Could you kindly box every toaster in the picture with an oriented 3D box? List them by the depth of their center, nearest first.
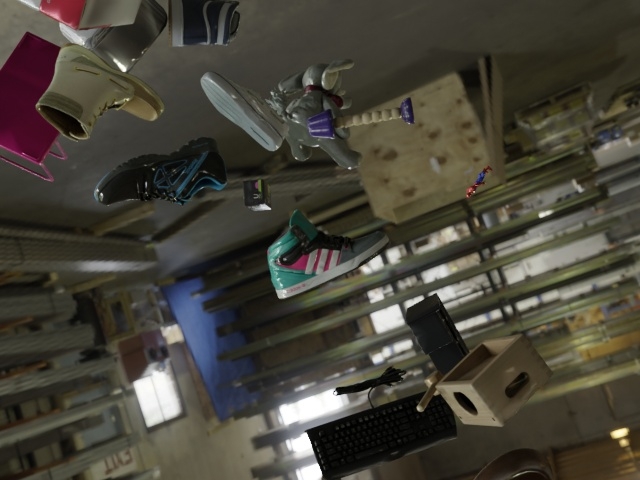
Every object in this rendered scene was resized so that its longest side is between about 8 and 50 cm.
[{"bbox_3d":[-0.416,-0.451,1.433,0.227,0.129,0.146,-49,162,2],"label":"toaster"}]

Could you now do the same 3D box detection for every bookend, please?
[{"bbox_3d":[0.236,0.195,1.385,0.072,0.156,0.157,-29,178,9],"label":"bookend"}]

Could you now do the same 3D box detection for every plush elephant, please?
[{"bbox_3d":[-0.001,-0.412,2.130,0.271,0.330,0.255,11,-117,46],"label":"plush elephant"}]

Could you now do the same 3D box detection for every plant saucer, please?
[{"bbox_3d":[0.521,0.711,1.917,0.310,0.311,0.050,-17,-155,-20],"label":"plant saucer"}]

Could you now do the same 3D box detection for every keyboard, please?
[{"bbox_3d":[0.120,0.369,1.492,0.317,0.202,0.033,-13,142,-18],"label":"keyboard"}]

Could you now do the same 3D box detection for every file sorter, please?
[{"bbox_3d":[-0.708,-0.328,1.792,0.202,0.291,0.182,25,163,0],"label":"file sorter"}]

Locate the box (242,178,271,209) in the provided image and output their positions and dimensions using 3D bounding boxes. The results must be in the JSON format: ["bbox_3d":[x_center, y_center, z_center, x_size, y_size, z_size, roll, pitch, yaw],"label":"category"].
[{"bbox_3d":[-0.150,-0.107,1.680,0.052,0.062,0.083,-5,173,7],"label":"box"}]

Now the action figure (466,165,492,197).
[{"bbox_3d":[0.451,-0.164,2.018,0.115,0.030,0.038,-46,-172,-21],"label":"action figure"}]

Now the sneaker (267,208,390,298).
[{"bbox_3d":[0.000,0.000,1.660,0.295,0.179,0.124,-25,-172,3],"label":"sneaker"}]

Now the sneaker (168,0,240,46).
[{"bbox_3d":[-0.256,-0.531,1.551,0.153,0.282,0.099,0,148,-10],"label":"sneaker"}]

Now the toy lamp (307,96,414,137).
[{"bbox_3d":[0.103,-0.317,1.836,0.274,0.080,0.080,-10,174,5],"label":"toy lamp"}]

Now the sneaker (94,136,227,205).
[{"bbox_3d":[-0.402,-0.150,1.800,0.340,0.140,0.125,-23,173,-13],"label":"sneaker"}]

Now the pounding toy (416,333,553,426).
[{"bbox_3d":[0.251,0.255,1.172,0.181,0.094,0.206,-38,180,-21],"label":"pounding toy"}]

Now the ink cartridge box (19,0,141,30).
[{"bbox_3d":[-0.461,-0.473,1.152,0.131,0.306,0.226,-60,-177,23],"label":"ink cartridge box"}]

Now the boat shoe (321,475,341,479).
[{"bbox_3d":[-0.009,0.597,1.463,0.104,0.111,0.307,0,-156,4],"label":"boat shoe"}]

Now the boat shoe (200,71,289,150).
[{"bbox_3d":[-0.164,-0.297,1.560,0.083,0.226,0.076,-8,-137,54],"label":"boat shoe"}]

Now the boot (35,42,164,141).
[{"bbox_3d":[-0.399,-0.243,1.293,0.213,0.165,0.077,30,139,-30],"label":"boot"}]
